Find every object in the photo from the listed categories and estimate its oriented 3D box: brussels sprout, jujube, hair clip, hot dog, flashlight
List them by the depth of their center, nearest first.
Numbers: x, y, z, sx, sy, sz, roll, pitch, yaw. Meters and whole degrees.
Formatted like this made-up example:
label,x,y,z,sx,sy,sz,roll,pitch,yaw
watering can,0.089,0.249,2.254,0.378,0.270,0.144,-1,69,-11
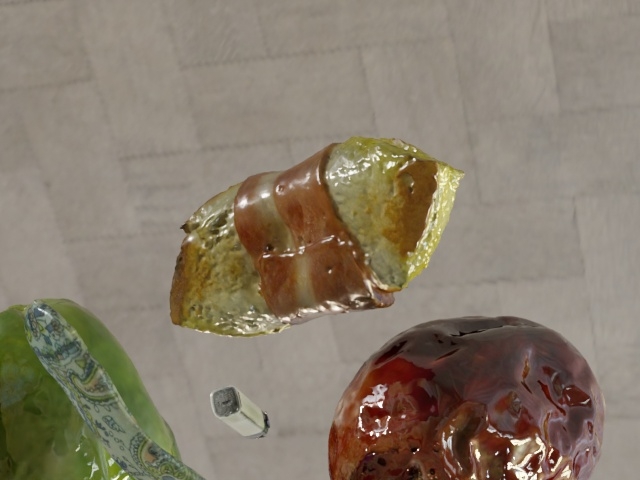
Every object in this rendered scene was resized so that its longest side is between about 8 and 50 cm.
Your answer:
label,x,y,z,sx,sy,sz,roll,pitch,yaw
flashlight,-0.048,0.106,0.928,0.018,0.018,0.083,-14,162,6
hair clip,-0.119,0.130,1.016,0.229,0.036,0.066,45,143,-8
hot dog,0.002,-0.004,1.105,0.261,0.093,0.123,-15,90,33
jujube,0.107,0.149,1.155,0.183,0.243,0.183,10,108,32
brussels sprout,-0.290,0.244,1.554,0.315,0.276,0.371,61,155,14
